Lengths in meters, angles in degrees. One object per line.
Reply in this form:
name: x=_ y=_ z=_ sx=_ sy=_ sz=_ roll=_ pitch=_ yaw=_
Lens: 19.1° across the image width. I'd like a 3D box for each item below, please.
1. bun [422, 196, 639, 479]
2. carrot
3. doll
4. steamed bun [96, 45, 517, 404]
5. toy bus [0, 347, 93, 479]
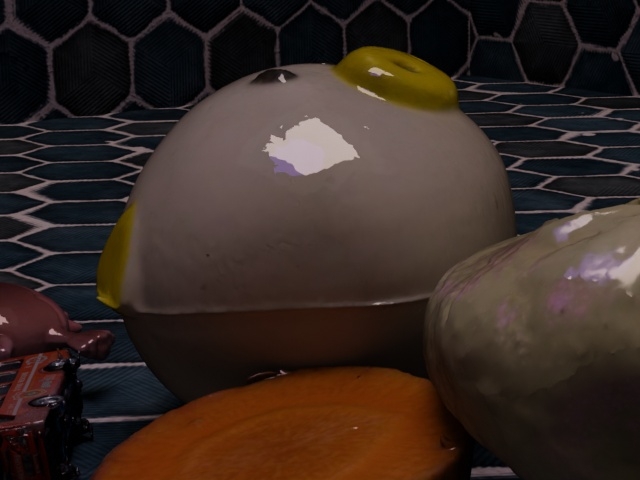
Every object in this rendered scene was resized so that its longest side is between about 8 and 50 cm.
bun: x=0.241 y=0.077 z=1.262 sx=0.361 sy=0.213 sz=0.361 roll=26 pitch=9 yaw=-4
carrot: x=-0.031 y=0.172 z=1.270 sx=0.258 sy=0.100 sz=0.307 roll=4 pitch=15 yaw=31
doll: x=-0.305 y=0.085 z=1.720 sx=0.262 sy=0.093 sz=0.211 roll=3 pitch=9 yaw=19
steamed bun: x=0.000 y=0.007 z=1.555 sx=0.334 sy=0.334 sz=0.374 roll=2 pitch=6 yaw=15
toy bus: x=-0.234 y=0.144 z=1.501 sx=0.096 sy=0.074 sz=0.235 roll=-10 pitch=11 yaw=2
